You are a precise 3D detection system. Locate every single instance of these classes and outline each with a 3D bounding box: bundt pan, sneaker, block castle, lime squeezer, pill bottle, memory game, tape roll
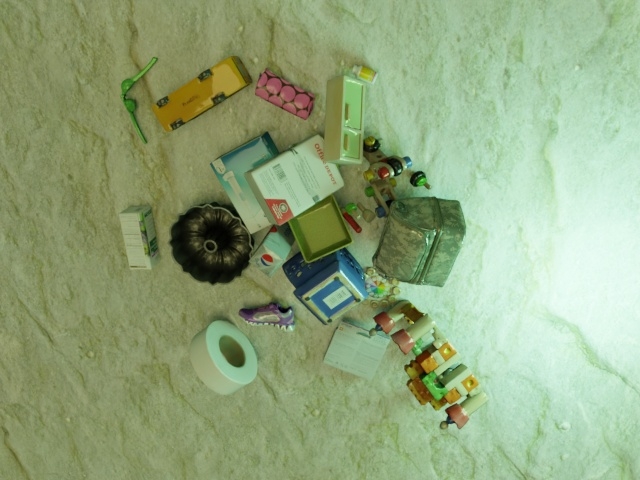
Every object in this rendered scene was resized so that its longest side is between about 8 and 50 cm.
[{"bbox_3d":[-0.402,0.000,1.972,0.330,0.124,0.331,2,112,6],"label":"bundt pan"},{"bbox_3d":[-0.210,0.292,2.084,0.236,0.095,0.105,10,106,-1],"label":"sneaker"},{"bbox_3d":[0.391,0.464,1.933,0.212,0.303,0.453,-37,104,-3],"label":"block castle"},{"bbox_3d":[-0.659,-0.506,1.854,0.109,0.059,0.311,4,114,-26],"label":"lime squeezer"},{"bbox_3d":[0.146,-0.552,1.718,0.083,0.043,0.043,23,113,-2],"label":"pill bottle"},{"bbox_3d":[0.224,0.184,2.018,0.186,0.012,0.186,3,112,7],"label":"memory game"},{"bbox_3d":[-0.383,0.464,2.069,0.100,0.286,0.286,-37,102,20],"label":"tape roll"}]

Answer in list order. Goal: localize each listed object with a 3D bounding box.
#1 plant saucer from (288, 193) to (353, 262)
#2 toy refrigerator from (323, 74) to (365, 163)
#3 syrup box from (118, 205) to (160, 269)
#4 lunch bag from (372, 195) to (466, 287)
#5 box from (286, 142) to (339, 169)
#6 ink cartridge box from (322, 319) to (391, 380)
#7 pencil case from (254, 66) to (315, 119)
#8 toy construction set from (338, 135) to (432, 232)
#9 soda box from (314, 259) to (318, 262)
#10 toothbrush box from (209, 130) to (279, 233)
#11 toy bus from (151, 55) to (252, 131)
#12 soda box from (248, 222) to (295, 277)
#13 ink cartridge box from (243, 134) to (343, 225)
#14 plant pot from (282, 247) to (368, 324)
[{"bbox_3d":[0.001,-0.042,1.809,0.188,0.045,0.189,-24,86,15],"label":"plant saucer"},{"bbox_3d":[0.082,-0.388,1.694,0.094,0.102,0.270,2,88,50],"label":"toy refrigerator"},{"bbox_3d":[-0.704,-0.009,2.026,0.096,0.093,0.237,-1,111,8],"label":"syrup box"},{"bbox_3d":[0.328,0.004,1.783,0.255,0.213,0.305,9,134,-3],"label":"lunch bag"},{"bbox_3d":[-0.028,-0.297,1.846,0.178,0.042,0.109,-6,110,9],"label":"box"},{"bbox_3d":[0.147,0.441,2.112,0.223,0.045,0.224,22,112,-2],"label":"ink cartridge box"},{"bbox_3d":[-0.117,-0.495,1.756,0.209,0.095,0.098,27,92,-6],"label":"pencil case"},{"bbox_3d":[0.171,-0.208,1.783,0.309,0.257,0.237,-41,57,4],"label":"toy construction set"},{"bbox_3d":[0.000,0.000,1.951,0.062,0.058,0.183,25,113,-2],"label":"soda box"},{"bbox_3d":[-0.220,-0.206,1.862,0.216,0.126,0.296,-25,106,15],"label":"toothbrush box"},{"bbox_3d":[-0.406,-0.498,1.770,0.332,0.130,0.108,-26,107,17],"label":"toy bus"},{"bbox_3d":[-0.161,0.018,1.856,0.098,0.286,0.091,38,112,-6],"label":"soda box"},{"bbox_3d":[-0.087,-0.204,1.740,0.272,0.114,0.197,-32,107,-16],"label":"ink cartridge box"},{"bbox_3d":[0.028,0.151,1.878,0.236,0.212,0.236,-35,121,9],"label":"plant pot"}]
